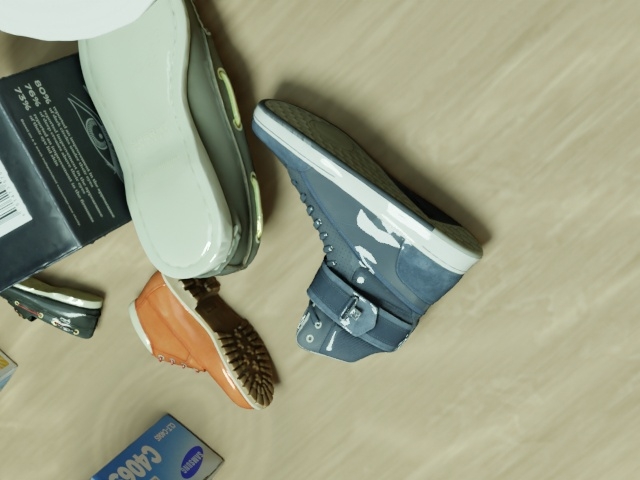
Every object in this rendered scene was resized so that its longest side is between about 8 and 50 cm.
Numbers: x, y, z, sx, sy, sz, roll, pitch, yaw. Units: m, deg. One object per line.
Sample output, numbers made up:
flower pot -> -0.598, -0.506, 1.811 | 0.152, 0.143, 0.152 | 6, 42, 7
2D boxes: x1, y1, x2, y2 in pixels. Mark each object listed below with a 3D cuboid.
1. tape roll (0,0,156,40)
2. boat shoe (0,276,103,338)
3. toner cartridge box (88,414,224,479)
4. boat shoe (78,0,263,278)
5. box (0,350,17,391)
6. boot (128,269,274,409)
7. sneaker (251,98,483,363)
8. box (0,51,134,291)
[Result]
tape roll -> -0.211, -0.301, 1.328 | 0.286, 0.100, 0.286 | 13, 126, 18
boat shoe -> -0.265, 0.055, 1.585 | 0.133, 0.049, 0.042 | 18, 102, 10
toner cartridge box -> -0.234, 0.329, 1.586 | 0.075, 0.165, 0.348 | 38, 114, 5
boat shoe -> -0.124, -0.114, 1.459 | 0.109, 0.091, 0.305 | -20, 79, 28
box -> -0.405, 0.103, 1.611 | 0.203, 0.114, 0.103 | 42, 112, 4
boot -> -0.107, 0.096, 1.539 | 0.084, 0.059, 0.158 | -40, 80, 27
sneaker -> 0.000, 0.001, 1.456 | 0.226, 0.086, 0.163 | 40, 111, 4
box -> -0.230, -0.062, 1.455 | 0.108, 0.207, 0.153 | -27, 93, 24
